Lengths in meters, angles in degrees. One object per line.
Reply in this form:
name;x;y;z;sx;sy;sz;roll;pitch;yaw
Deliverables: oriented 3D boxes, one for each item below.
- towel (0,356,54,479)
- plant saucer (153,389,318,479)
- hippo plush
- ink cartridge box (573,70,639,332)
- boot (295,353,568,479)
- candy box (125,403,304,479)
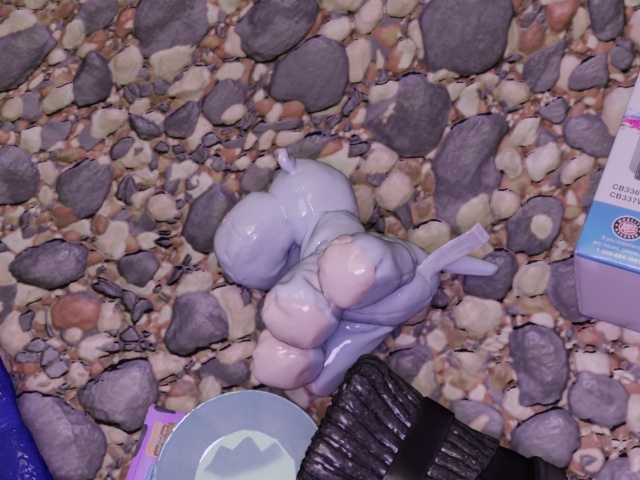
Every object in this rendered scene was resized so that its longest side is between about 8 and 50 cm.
towel;-0.424;0.281;1.505;0.228;0.076;0.308;-34;64;6
plant saucer;-0.080;0.257;1.362;0.195;0.037;0.195;-5;66;11
hippo plush;0.000;0.000;1.420;0.294;0.234;0.236;-38;65;-3
ink cartridge box;0.406;-0.045;1.357;0.198;0.197;0.270;17;72;19
boot;0.090;0.287;1.232;0.260;0.131;0.348;30;35;-7
candy box;-0.116;0.287;1.421;0.196;0.070;0.165;11;71;19
